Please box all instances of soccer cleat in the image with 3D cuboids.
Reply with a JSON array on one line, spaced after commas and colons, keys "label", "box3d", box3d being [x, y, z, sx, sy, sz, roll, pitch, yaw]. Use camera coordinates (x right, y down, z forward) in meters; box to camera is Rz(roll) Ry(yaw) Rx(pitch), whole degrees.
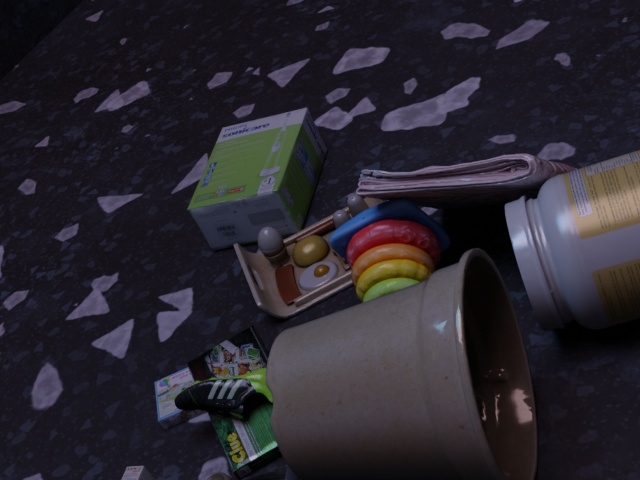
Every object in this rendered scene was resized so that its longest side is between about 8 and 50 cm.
[{"label": "soccer cleat", "box3d": [-0.153, 0.256, 1.829, 0.179, 0.060, 0.072, -15, 58, 12]}]

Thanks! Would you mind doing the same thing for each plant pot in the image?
[{"label": "plant pot", "box3d": [0.105, 0.205, 1.557, 0.306, 0.333, 0.333, -14, 37, 21]}]

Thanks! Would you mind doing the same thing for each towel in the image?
[{"label": "towel", "box3d": [0.271, -0.095, 1.891, 0.317, 0.332, 0.053, -3, 86, 31]}]

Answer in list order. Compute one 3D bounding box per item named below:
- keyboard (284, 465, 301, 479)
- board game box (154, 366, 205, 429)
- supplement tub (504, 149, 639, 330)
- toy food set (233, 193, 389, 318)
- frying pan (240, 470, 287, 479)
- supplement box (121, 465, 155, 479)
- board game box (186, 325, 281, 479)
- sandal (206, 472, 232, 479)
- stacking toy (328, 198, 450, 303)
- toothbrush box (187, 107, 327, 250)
[{"label": "keyboard", "box3d": [0.040, 0.383, 1.569, 0.202, 0.033, 0.317, 2, 28, 5]}, {"label": "board game box", "box3d": [-0.211, 0.257, 1.969, 0.154, 0.026, 0.103, -24, 35, 5]}, {"label": "supplement tub", "box3d": [0.461, -0.007, 1.670, 0.331, 0.241, 0.241, -17, 36, 15]}, {"label": "toy food set", "box3d": [0.000, 0.000, 2.099, 0.306, 0.092, 0.219, -28, 34, 0]}, {"label": "frying pan", "box3d": [-0.015, 0.431, 1.561, 0.197, 0.053, 0.326, -17, 37, -32]}, {"label": "supplement box", "box3d": [-0.296, 0.414, 1.792, 0.036, 0.062, 0.098, -9, 38, 27]}, {"label": "board game box", "box3d": [-0.122, 0.261, 1.869, 0.136, 0.030, 0.259, -27, 43, -4]}, {"label": "sandal", "box3d": [-0.210, 0.418, 1.741, 0.180, 0.049, 0.072, -44, 38, -22]}, {"label": "stacking toy", "box3d": [0.126, 0.098, 1.860, 0.175, 0.166, 0.301, -28, 43, 26]}, {"label": "toothbrush box", "box3d": [-0.124, -0.128, 2.322, 0.206, 0.122, 0.283, -11, 39, 23]}]
